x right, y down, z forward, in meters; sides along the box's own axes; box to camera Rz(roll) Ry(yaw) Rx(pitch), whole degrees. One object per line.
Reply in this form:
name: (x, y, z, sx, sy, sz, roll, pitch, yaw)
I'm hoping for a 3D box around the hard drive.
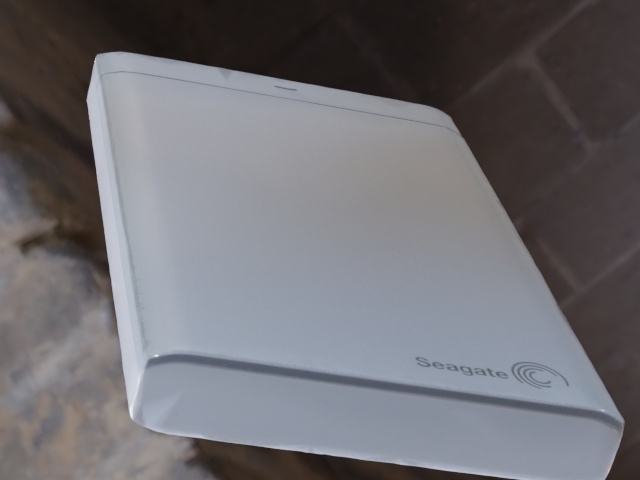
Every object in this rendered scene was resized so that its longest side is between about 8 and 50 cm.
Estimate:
hard drive: (0.000, 0.000, 0.955, 0.233, 0.353, 0.047, 9, 116, -16)
